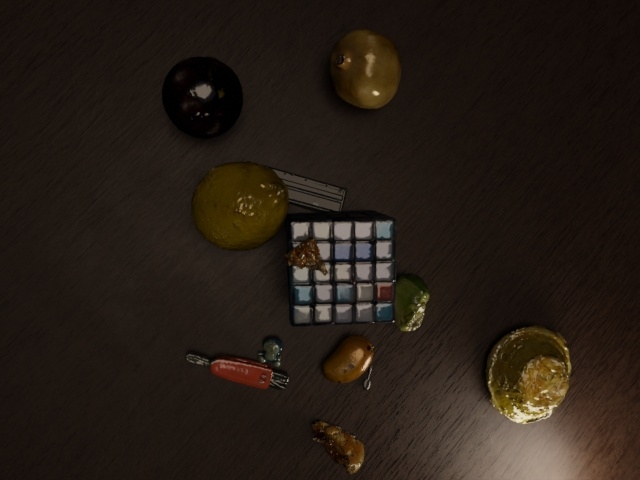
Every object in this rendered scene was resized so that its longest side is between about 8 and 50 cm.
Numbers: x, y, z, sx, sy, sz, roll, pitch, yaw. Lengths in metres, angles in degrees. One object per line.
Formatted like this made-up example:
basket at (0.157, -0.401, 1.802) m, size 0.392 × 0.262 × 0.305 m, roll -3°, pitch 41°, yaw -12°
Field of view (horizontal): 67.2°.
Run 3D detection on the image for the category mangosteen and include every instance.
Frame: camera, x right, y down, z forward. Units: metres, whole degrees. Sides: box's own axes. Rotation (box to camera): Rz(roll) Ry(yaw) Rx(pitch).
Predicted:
mangosteen at (-0.332, -0.421, 1.366) m, size 0.227 × 0.228 × 0.266 m, roll 1°, pitch 53°, yaw -11°

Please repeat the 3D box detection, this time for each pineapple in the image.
pineapple at (-0.022, 0.041, 1.195) m, size 0.114 × 0.077 × 0.114 m, roll -31°, pitch 111°, yaw 33°

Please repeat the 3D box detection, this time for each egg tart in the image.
egg tart at (0.716, 0.457, 1.612) m, size 0.340 × 0.132 × 0.342 m, roll 0°, pitch 92°, yaw -11°

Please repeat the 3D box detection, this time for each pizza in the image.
pizza at (0.046, 0.641, 1.501) m, size 0.193 × 0.154 × 0.069 m, roll 34°, pitch 103°, yaw 11°

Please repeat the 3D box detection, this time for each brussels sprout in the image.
brussels sprout at (0.273, 0.189, 1.519) m, size 0.131 × 0.145 × 0.183 m, roll -21°, pitch 139°, yaw -34°

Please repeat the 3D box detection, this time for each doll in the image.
doll at (-0.153, 0.338, 1.480) m, size 0.076 × 0.050 × 0.084 m, roll 8°, pitch 91°, yaw 7°

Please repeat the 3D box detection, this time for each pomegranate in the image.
pomegranate at (0.133, -0.513, 1.443) m, size 0.232 × 0.233 × 0.234 m, roll 0°, pitch 91°, yaw -11°

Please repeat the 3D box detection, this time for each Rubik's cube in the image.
Rubik's cube at (0.047, 0.065, 1.372) m, size 0.292 × 0.287 × 0.292 m, roll -4°, pitch 98°, yaw -4°

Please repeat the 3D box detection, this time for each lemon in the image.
lemon at (-0.220, -0.095, 1.344) m, size 0.253 × 0.310 × 0.254 m, roll 18°, pitch 66°, yaw -48°

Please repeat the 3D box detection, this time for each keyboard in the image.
keyboard at (-0.002, -0.142, 1.515) m, size 0.380 × 0.041 × 0.104 m, roll 15°, pitch 89°, yaw -5°

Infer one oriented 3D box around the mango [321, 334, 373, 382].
mango at (0.090, 0.378, 1.509) m, size 0.115 × 0.090 × 0.178 m, roll 42°, pitch 86°, yaw 1°

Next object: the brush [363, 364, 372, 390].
brush at (0.155, 0.445, 1.563) m, size 0.024 × 0.008 × 0.084 m, roll 13°, pitch 88°, yaw -9°

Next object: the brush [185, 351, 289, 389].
brush at (-0.251, 0.389, 1.464) m, size 0.323 × 0.051 × 0.071 m, roll 20°, pitch 93°, yaw -14°
